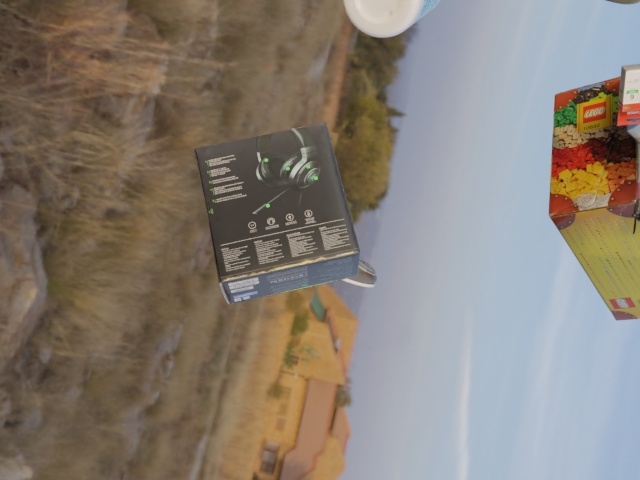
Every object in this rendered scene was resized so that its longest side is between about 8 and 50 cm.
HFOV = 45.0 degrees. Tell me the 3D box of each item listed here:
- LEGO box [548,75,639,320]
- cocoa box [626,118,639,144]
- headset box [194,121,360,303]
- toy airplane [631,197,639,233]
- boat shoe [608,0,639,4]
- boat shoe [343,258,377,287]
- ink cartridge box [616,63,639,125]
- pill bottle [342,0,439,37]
[{"bbox_3d":[0.741,-0.087,1.888,0.500,0.193,0.372,45,47,-40],"label":"LEGO box"},{"bbox_3d":[0.820,-0.300,1.531,0.347,0.228,0.231,-37,-158,43],"label":"cocoa box"},{"bbox_3d":[-0.081,-0.058,1.389,0.131,0.247,0.283,90,-14,-69],"label":"headset box"},{"bbox_3d":[0.437,-0.016,0.949,0.028,0.151,0.151,-14,-121,61],"label":"toy airplane"},{"bbox_3d":[0.375,-0.466,1.133,0.103,0.320,0.118,-27,150,-31],"label":"boat shoe"},{"bbox_3d":[0.000,0.000,1.639,0.095,0.335,0.112,-59,-156,11],"label":"boat shoe"},{"bbox_3d":[0.555,-0.250,1.349,0.029,0.063,0.115,-88,171,-57],"label":"ink cartridge box"},{"bbox_3d":[0.149,-0.478,1.447,0.264,0.146,0.146,-50,155,-54],"label":"pill bottle"}]
